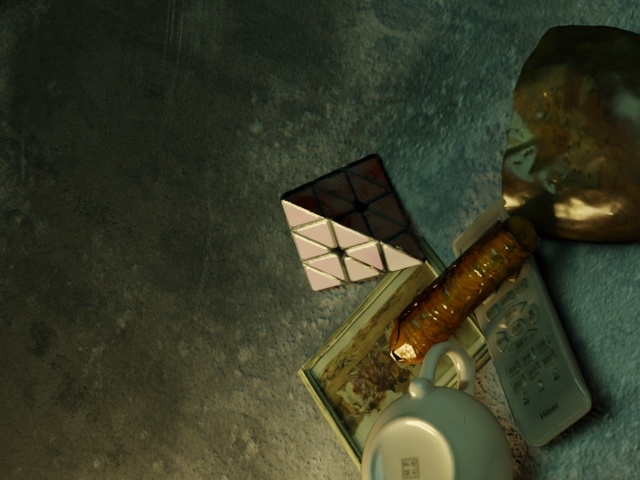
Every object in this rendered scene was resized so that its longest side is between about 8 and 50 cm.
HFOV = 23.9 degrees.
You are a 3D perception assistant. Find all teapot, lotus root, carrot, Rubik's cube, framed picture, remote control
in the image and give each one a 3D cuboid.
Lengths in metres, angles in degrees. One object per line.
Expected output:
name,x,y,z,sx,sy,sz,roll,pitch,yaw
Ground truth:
teapot,0.148,0.271,1.853,0.204,0.139,0.298,-2,80,41
lotus root,0.363,-0.123,1.806,0.260,0.149,0.267,12,87,43
carrot,0.177,0.065,1.902,0.260,0.070,0.070,-47,50,34
Rubik's cube,0.000,0.000,2.079,0.178,0.190,0.211,-61,33,35
framed picture,0.098,0.157,2.021,0.274,0.017,0.217,-50,51,16
remote control,0.256,0.100,1.885,0.109,0.055,0.313,-45,47,36
